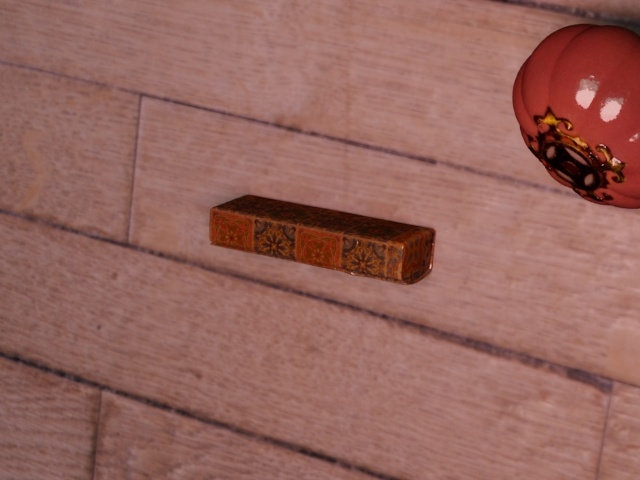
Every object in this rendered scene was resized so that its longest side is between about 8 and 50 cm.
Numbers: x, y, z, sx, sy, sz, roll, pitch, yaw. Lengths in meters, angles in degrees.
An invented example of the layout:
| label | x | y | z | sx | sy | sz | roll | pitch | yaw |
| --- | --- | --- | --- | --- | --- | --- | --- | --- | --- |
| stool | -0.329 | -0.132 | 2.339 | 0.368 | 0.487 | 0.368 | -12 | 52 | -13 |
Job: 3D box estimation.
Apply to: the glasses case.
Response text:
| label | x | y | z | sx | sy | sz | roll | pitch | yaw |
| --- | --- | --- | --- | --- | --- | --- | --- | --- | --- |
| glasses case | 0.000 | 0.000 | 1.760 | 0.218 | 0.075 | 0.049 | 11 | 108 | 26 |

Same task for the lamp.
| label | x | y | z | sx | sy | sz | roll | pitch | yaw |
| --- | --- | --- | --- | --- | --- | --- | --- | --- | --- |
| lamp | 0.258 | -0.115 | 1.551 | 0.182 | 0.140 | 0.182 | 33 | 159 | 15 |
